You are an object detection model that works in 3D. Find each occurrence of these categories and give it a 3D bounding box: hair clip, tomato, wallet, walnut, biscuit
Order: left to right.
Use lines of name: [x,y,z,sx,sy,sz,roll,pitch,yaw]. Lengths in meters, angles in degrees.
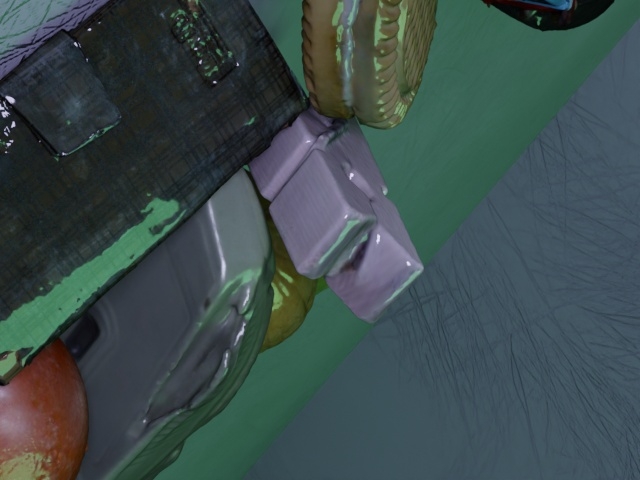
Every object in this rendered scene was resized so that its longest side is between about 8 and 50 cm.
tomato: [-0.284,0.142,0.908,0.208,0.208,0.184,-51,168,26]
wallet: [-0.154,-0.058,0.829,0.317,0.169,0.044,-43,-148,-17]
walnut: [-0.091,0.023,1.200,0.193,0.193,0.226,-44,177,-6]
hair clip: [-0.007,-0.059,0.964,0.085,0.101,0.331,-44,-148,16]
biscuit: [0.047,-0.208,0.916,0.259,0.079,0.259,10,90,-80]

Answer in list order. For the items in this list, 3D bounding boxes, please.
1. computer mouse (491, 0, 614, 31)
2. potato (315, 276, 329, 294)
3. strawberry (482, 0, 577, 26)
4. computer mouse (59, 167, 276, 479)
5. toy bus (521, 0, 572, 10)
computer mouse: [0.225,-0.292,1.291,0.295,0.168,0.087,-29,162,-46]
potato: [0.000,0.000,1.641,0.160,0.111,0.272,-29,172,-13]
strawberry: [0.170,-0.327,1.025,0.280,0.150,0.254,59,41,-72]
computer mouse: [-0.171,0.085,1.044,0.429,0.228,0.145,-47,161,26]
toy bus: [0.160,-0.321,0.847,0.131,0.106,0.297,-15,120,-64]
